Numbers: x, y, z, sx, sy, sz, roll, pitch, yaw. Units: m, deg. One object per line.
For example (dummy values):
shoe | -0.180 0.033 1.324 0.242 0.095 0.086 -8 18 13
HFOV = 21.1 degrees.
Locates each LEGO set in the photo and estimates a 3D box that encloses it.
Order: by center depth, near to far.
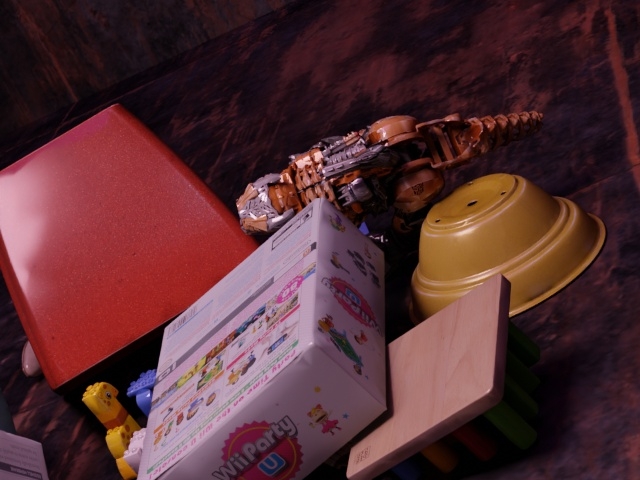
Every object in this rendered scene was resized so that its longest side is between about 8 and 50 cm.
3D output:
LEGO set | -0.180 0.161 1.744 0.087 0.093 0.227 -24 25 29

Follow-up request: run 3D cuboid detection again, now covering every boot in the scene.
boot | -0.317 0.124 2.133 0.087 0.042 0.118 -21 21 14

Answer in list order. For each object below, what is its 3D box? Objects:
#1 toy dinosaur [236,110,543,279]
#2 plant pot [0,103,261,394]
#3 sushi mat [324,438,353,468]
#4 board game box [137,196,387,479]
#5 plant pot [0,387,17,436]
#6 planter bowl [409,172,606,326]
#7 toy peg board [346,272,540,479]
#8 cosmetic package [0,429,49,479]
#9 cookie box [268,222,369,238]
toy dinosaur | 0.073 -0.060 1.782 0.322 0.164 0.218 0 -14 -3
plant pot | -0.241 0.003 1.920 0.267 0.236 0.267 -32 -1 -9
sushi mat | 0.001 0.143 1.686 0.151 0.019 0.316 -36 21 -18
board game box | -0.050 0.115 1.595 0.224 0.097 0.303 -41 18 19
plant pot | -0.408 0.225 1.680 0.271 0.255 0.272 -26 19 10
planter bowl | 0.168 -0.005 1.724 0.217 0.090 0.217 -26 19 10
toy peg board | 0.114 0.137 1.469 0.160 0.079 0.161 -36 22 28
cosmetic package | -0.332 0.296 1.412 0.224 0.225 0.138 -22 -24 16
cookie box | 0.000 0.000 2.012 0.092 0.040 0.107 -32 19 -11
